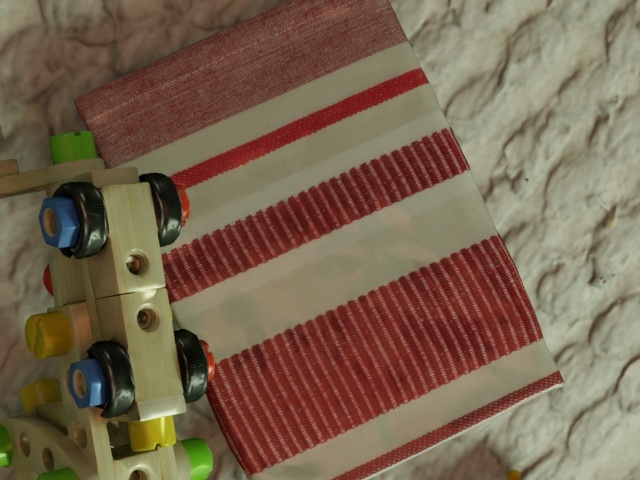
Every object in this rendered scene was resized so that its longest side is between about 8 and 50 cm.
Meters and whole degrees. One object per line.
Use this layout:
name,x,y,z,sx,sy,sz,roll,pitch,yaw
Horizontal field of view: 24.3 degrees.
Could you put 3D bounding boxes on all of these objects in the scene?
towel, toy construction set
towel,0.000,0.000,1.044,0.237,0.037,0.329,-24,88,-7
toy construction set,-0.175,0.054,0.988,0.151,0.215,0.327,-26,99,-35

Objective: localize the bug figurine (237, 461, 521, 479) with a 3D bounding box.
bug figurine,0.061,0.178,1.107,0.216,0.072,0.279,-37,100,-10
